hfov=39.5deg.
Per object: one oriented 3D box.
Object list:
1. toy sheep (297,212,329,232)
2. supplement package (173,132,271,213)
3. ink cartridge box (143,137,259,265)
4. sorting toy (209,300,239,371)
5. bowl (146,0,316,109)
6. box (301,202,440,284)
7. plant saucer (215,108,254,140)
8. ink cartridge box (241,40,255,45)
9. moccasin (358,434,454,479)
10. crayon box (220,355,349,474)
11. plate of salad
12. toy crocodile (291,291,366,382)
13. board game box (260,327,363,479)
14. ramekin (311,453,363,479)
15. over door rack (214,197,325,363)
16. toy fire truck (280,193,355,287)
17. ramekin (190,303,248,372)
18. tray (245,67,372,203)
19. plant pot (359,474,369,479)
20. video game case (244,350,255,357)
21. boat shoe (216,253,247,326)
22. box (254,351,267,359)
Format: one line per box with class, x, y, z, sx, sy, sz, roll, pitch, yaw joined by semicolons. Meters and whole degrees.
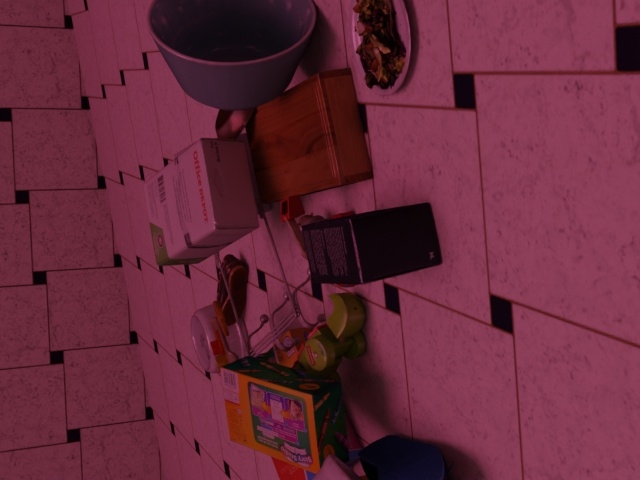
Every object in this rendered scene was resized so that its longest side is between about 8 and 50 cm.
toy sheep;0.000;0.000;1.767;0.132;0.091;0.091;49;146;23
supplement package;-0.237;-0.139;2.130;0.203;0.149;0.194;-9;93;66
ink cartridge box;-0.259;-0.077;1.909;0.273;0.114;0.198;-26;71;49
sorting toy;-0.218;0.294;2.073;0.196;0.047;0.348;-133;27;-61
bowl;-0.164;-0.362;1.691;0.163;0.311;0.311;91;154;-46
box;0.081;0.007;1.505;0.207;0.153;0.108;-7;95;65
plant saucer;-0.181;-0.297;1.938;0.198;0.036;0.199;-51;25;35
ink cartridge box;-0.207;-0.475;1.861;0.065;0.165;0.333;23;-128;-78
moccasin;0.169;0.429;1.583;0.117;0.137;0.342;64;173;-4
crayon box;-0.075;0.340;1.761;0.278;0.081;0.165;8;109;45
plate of salad;0.086;-0.334;1.450;0.200;0.048;0.200;40;136;53
toy crocodile;-0.005;0.245;1.806;0.105;0.115;0.341;50;133;27
board game box;-0.047;0.391;2.003;0.242;0.064;0.317;-49;56;40
ramekin;0.072;0.521;1.571;0.277;0.135;0.277;43;174;6
over door rack;-0.124;0.092;1.956;0.239;0.108;0.324;-46;66;43
toy fire truck;0.007;0.002;1.682;0.047;0.135;0.192;-19;84;66
ramekin;-0.286;0.273;2.494;0.207;0.109;0.207;40;136;53
tray;-0.040;-0.192;1.768;0.411;0.076;0.203;-7;95;65
plant pot;0.053;0.597;1.818;0.212;0.212;0.187;60;139;34
video game case;-0.163;0.433;2.411;0.193;0.023;0.212;53;148;42
boat shoe;-0.239;0.131;2.366;0.073;0.073;0.207;43;131;38
box;-0.126;0.369;2.259;0.169;0.054;0.059;60;151;31
